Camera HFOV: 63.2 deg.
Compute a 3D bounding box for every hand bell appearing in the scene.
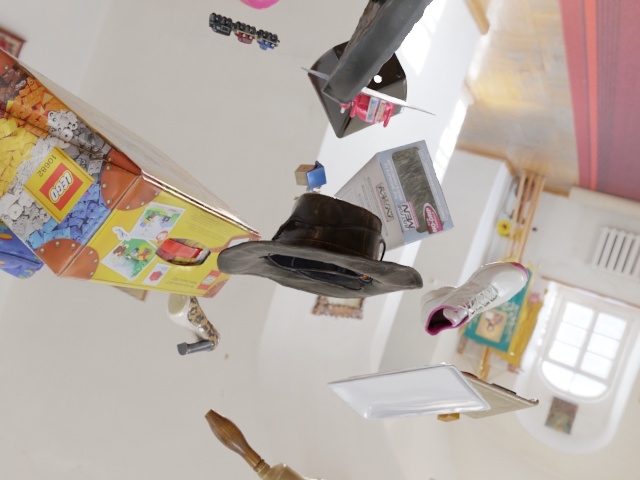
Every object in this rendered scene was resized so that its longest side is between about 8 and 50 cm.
[{"bbox_3d":[-0.115,0.391,0.919,0.242,0.126,0.126,46,178,-2],"label":"hand bell"}]

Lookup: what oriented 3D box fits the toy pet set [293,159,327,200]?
[{"bbox_3d":[-0.011,-0.120,1.170,0.065,0.114,0.122,5,-144,21],"label":"toy pet set"}]

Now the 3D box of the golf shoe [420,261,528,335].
[{"bbox_3d":[0.391,0.159,1.338,0.115,0.306,0.140,51,-148,-11],"label":"golf shoe"}]

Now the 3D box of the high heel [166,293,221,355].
[{"bbox_3d":[-0.388,0.223,1.636,0.093,0.261,0.186,-10,173,24],"label":"high heel"}]

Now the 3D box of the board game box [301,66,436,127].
[{"bbox_3d":[0.051,-0.160,0.611,0.133,0.033,0.169,31,-159,31],"label":"board game box"}]

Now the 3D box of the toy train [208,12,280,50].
[{"bbox_3d":[-0.141,-0.389,0.981,0.158,0.036,0.027,0,-154,-44],"label":"toy train"}]

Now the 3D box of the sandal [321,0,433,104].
[{"bbox_3d":[0.079,-0.281,0.271,0.107,0.445,0.167,24,-139,-6],"label":"sandal"}]

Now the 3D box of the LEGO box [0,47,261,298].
[{"bbox_3d":[-0.380,-0.087,0.999,0.372,0.193,0.500,39,-179,17],"label":"LEGO box"}]

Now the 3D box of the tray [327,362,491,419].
[{"bbox_3d":[0.157,0.275,0.957,0.270,0.030,0.145,-20,127,36],"label":"tray"}]

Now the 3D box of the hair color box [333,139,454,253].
[{"bbox_3d":[0.145,-0.070,1.167,0.114,0.185,0.374,-17,176,-12],"label":"hair color box"}]

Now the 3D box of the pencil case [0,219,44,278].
[{"bbox_3d":[-0.608,-0.011,0.866,0.133,0.119,0.306,45,-167,31],"label":"pencil case"}]

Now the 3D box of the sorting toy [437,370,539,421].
[{"bbox_3d":[0.312,0.362,1.204,0.229,0.041,0.307,20,149,-12],"label":"sorting toy"}]

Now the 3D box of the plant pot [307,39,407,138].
[{"bbox_3d":[0.097,-0.376,1.199,0.187,0.188,0.167,-24,176,-9],"label":"plant pot"}]

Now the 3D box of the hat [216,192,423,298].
[{"bbox_3d":[0.000,0.000,0.824,0.331,0.134,0.331,6,166,2],"label":"hat"}]

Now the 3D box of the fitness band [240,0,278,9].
[{"bbox_3d":[-0.109,-0.593,1.017,0.054,0.209,0.291,33,164,14],"label":"fitness band"}]
